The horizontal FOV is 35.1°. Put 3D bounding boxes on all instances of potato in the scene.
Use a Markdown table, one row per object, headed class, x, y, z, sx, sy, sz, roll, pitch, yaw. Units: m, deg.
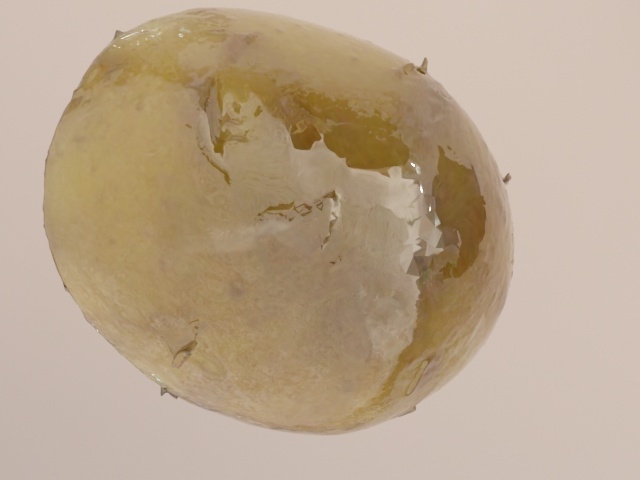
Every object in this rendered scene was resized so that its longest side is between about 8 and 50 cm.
| class | x | y | z | sx | sy | sz | roll | pitch | yaw |
| --- | --- | --- | --- | --- | --- | --- | --- | --- | --- |
| potato | 0.000 | 0.000 | 0.558 | 0.299 | 0.239 | 0.116 | 28 | -2 | -23 |
